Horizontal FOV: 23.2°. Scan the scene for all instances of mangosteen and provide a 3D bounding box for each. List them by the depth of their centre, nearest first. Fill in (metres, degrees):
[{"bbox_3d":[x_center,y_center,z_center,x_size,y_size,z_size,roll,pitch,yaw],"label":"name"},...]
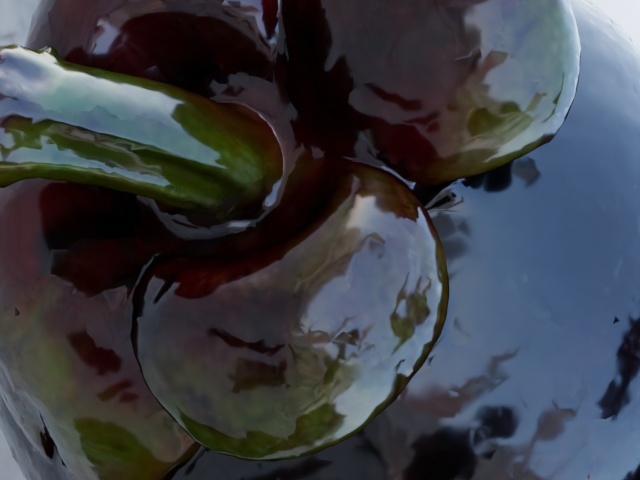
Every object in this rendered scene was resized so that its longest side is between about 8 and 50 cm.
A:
[{"bbox_3d":[0.000,0.000,0.767,0.435,0.382,0.382,60,17,-46],"label":"mangosteen"}]
